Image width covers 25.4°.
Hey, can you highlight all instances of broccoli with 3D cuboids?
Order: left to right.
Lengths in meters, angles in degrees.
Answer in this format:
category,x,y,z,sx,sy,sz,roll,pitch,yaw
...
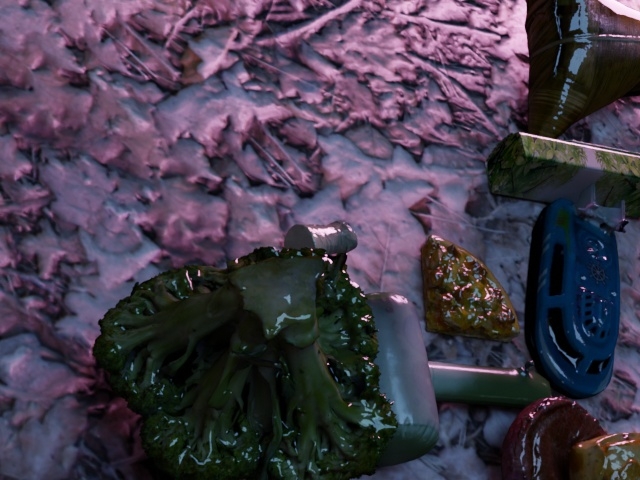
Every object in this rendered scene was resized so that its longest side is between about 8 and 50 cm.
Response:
category,x,y,z,sx,sy,sz,roll,pitch,yaw
broccoli,-0.068,0.128,1.502,0.321,0.283,0.304,-16,64,-21

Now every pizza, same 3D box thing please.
category,x,y,z,sx,sy,sz,roll,pitch,yaw
pizza,0.189,0.075,1.838,0.175,0.046,0.134,40,50,-3

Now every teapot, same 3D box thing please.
category,x,y,z,sx,sy,sz,roll,pitch,yaw
teapot,0.000,0.000,1.777,0.083,0.057,0.067,-10,38,-40

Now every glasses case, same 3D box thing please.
category,x,y,z,sx,sy,sz,roll,pitch,yaw
glasses case,0.374,-0.095,2.020,0.272,0.095,0.062,9,53,-26

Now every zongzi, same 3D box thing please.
category,x,y,z,sx,sy,sz,roll,pitch,yaw
zongzi,0.421,-0.224,2.118,0.286,0.134,0.288,18,67,-25

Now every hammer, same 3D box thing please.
category,x,y,z,sx,sy,sz,roll,pitch,yaw
hammer,0.161,0.173,1.731,0.335,0.119,0.206,8,60,-33

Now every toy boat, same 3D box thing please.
category,x,y,z,sx,sy,sz,roll,pitch,yaw
toy boat,0.359,0.066,1.916,0.134,0.092,0.299,23,52,-20

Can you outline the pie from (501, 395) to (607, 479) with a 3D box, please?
category,x,y,z,sx,sy,sz,roll,pitch,yaw
pie,0.295,0.281,1.751,0.182,0.049,0.182,13,68,-35

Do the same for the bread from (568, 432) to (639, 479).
category,x,y,z,sx,sy,sz,roll,pitch,yaw
bread,0.410,0.338,1.729,0.235,0.099,0.210,4,75,-39
